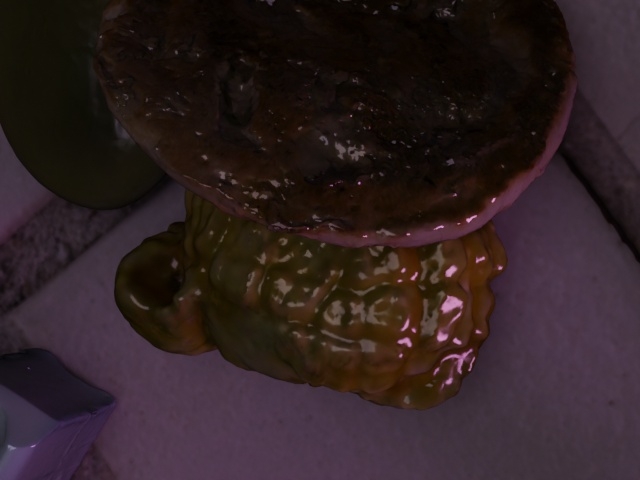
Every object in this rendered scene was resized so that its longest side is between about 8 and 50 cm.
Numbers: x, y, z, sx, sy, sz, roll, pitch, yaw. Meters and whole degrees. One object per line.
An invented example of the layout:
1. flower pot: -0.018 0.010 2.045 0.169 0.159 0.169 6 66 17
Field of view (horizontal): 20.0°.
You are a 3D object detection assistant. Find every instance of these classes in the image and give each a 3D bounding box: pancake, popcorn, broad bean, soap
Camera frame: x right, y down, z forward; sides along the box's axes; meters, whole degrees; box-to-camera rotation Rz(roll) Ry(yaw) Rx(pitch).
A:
1. pancake: 0.009 -0.124 1.318 0.356 0.356 0.065 25 136 13
2. popcorn: 0.000 0.000 1.380 0.286 0.174 0.225 14 81 19
3. broad bean: -0.184 -0.155 1.446 0.189 0.121 0.263 6 95 18
4. soap: -0.295 0.231 1.458 0.095 0.173 0.289 34 99 11
